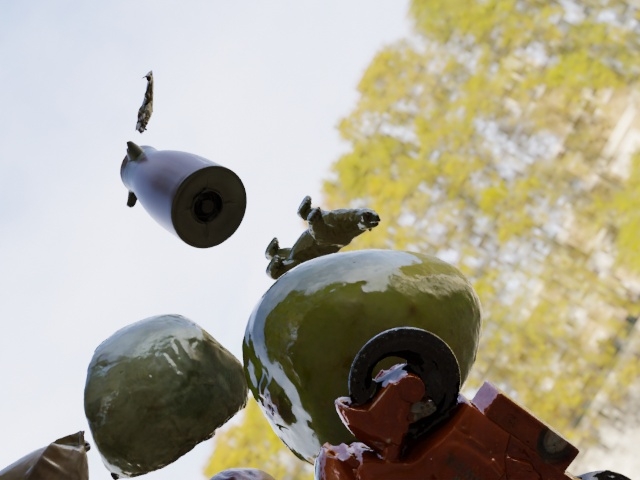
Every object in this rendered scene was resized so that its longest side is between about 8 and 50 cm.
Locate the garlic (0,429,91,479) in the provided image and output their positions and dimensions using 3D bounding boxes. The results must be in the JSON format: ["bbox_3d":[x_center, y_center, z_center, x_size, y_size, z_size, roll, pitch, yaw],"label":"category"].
[{"bbox_3d":[-0.289,0.269,1.294,0.195,0.101,0.087,-37,-19,6],"label":"garlic"}]

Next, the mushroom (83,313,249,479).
[{"bbox_3d":[-0.194,0.187,1.828,0.164,0.189,0.267,-26,-1,28],"label":"mushroom"}]

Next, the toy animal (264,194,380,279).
[{"bbox_3d":[0.000,0.000,2.073,0.218,0.101,0.103,-51,16,36],"label":"toy animal"}]

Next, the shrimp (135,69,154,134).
[{"bbox_3d":[-0.278,-0.221,2.159,0.083,0.023,0.114,97,180,-45],"label":"shrimp"}]

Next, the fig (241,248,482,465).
[{"bbox_3d":[0.065,0.128,1.615,0.326,0.258,0.258,-22,-39,-39],"label":"fig"}]

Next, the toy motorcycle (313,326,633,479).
[{"bbox_3d":[0.122,0.234,1.141,0.221,0.326,0.148,-53,13,3],"label":"toy motorcycle"}]

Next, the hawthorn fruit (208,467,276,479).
[{"bbox_3d":[-0.117,0.375,1.847,0.149,0.149,0.189,-57,-32,-3],"label":"hawthorn fruit"}]

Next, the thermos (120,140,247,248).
[{"bbox_3d":[-0.251,-0.082,2.385,0.146,0.265,0.176,-38,-57,-18],"label":"thermos"}]
